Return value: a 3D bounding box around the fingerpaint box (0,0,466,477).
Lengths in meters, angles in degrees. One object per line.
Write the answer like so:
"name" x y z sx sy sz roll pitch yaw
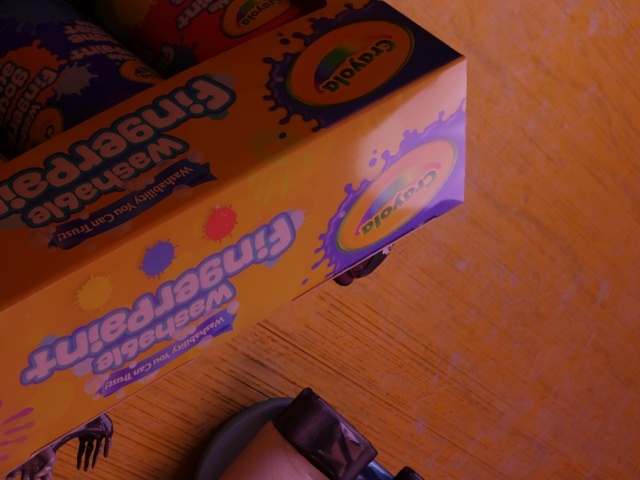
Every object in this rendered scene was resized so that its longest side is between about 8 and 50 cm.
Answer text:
"fingerpaint box" -0.171 -0.080 1.485 0.445 0.371 0.163 -29 139 -25

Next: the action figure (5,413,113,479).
"action figure" -0.308 0.186 1.753 0.275 0.164 0.141 15 65 -58

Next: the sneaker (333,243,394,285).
"sneaker" 0.000 0.000 1.964 0.281 0.106 0.162 -26 140 -31

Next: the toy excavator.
"toy excavator" 0.033 0.336 2.219 0.433 0.445 0.222 41 90 -13
